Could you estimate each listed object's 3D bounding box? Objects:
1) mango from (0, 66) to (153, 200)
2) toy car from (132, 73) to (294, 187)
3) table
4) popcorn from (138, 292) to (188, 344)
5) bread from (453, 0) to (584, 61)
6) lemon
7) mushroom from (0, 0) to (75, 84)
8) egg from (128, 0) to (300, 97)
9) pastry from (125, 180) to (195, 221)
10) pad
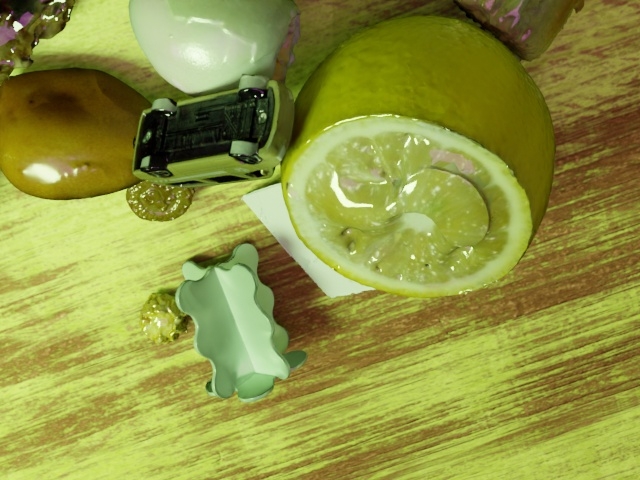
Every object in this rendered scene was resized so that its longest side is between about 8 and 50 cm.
[{"bbox_3d":[-0.319,-0.129,1.254,0.236,0.166,0.136,-10,147,-11],"label":"mango"},{"bbox_3d":[-0.117,-0.124,1.154,0.124,0.256,0.101,19,73,-47],"label":"toy car"},{"bbox_3d":[-0.129,0.119,1.409,0.166,0.166,0.198,-18,110,4],"label":"table"},{"bbox_3d":[-0.241,0.120,1.446,0.083,0.057,0.082,-25,110,11],"label":"popcorn"},{"bbox_3d":[0.261,-0.357,1.197,0.262,0.162,0.204,27,101,-33],"label":"bread"},{"bbox_3d":[0.130,-0.130,1.207,0.364,0.364,0.364,-2,117,-5],"label":"lemon"},{"bbox_3d":[-0.454,-0.406,1.085,0.331,0.356,0.334,-44,76,18],"label":"mushroom"},{"bbox_3d":[-0.141,-0.269,1.189,0.217,0.183,0.183,19,115,5],"label":"egg"},{"bbox_3d":[-0.230,-0.080,1.347,0.097,0.057,0.109,30,113,-25],"label":"pastry"},{"bbox_3d":[0.000,0.000,1.387,0.156,0.004,0.232,-15,125,44],"label":"pad"}]
